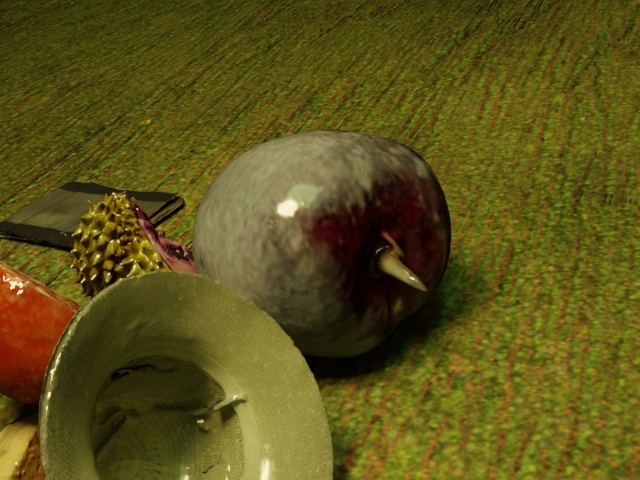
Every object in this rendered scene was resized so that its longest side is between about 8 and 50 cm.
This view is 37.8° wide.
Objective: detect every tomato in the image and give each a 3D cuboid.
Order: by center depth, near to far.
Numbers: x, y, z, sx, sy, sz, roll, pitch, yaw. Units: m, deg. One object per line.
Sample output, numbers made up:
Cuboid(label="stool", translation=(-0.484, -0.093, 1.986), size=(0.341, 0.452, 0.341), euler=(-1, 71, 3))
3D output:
Cuboid(label="tomato", translation=(-0.247, 0.099, 0.852), size=(0.236, 0.236, 0.095), euler=(22, 77, 43))

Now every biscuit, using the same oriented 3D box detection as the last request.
Cuboid(label="biscuit", translation=(-0.268, 0.217, 0.773), size=(0.056, 0.052, 0.188), euler=(-15, 25, 14))

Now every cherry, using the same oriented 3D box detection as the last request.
Cuboid(label="cherry", translation=(0.000, 0.000, 0.934), size=(0.255, 0.218, 0.296), euler=(-28, 23, -34))

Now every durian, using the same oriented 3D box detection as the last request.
Cuboid(label="durian", translation=(-0.184, 0.046, 0.985), size=(0.119, 0.187, 0.108), euler=(-43, 48, -6))

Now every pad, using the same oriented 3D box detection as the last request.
Cuboid(label="pad", translation=(-0.323, -0.037, 1.294), size=(0.233, 0.022, 0.174), euler=(9, 33, 32))

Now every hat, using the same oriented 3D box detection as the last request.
Cuboid(label="hat", translation=(-0.125, 0.161, 0.721), size=(0.130, 0.257, 0.257), euler=(-27, 11, 42))
